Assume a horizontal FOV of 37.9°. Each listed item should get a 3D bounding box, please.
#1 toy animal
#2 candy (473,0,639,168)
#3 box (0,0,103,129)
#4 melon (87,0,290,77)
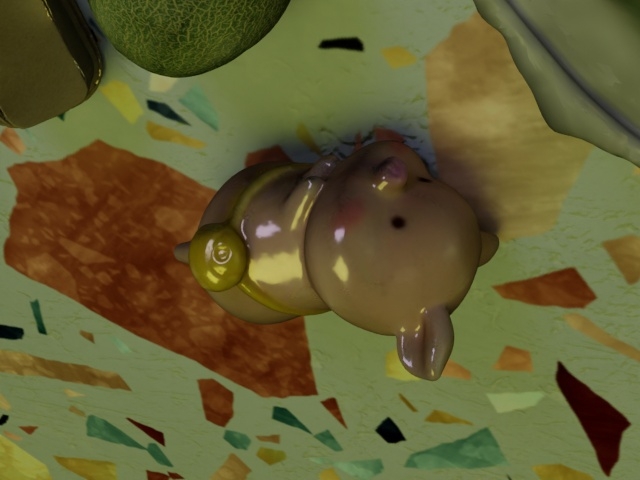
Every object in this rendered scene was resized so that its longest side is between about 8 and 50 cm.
[{"bbox_3d":[-0.001,0.003,0.713,0.248,0.165,0.149,9,140,27],"label":"toy animal"},{"bbox_3d":[0.243,-0.171,0.402,0.386,0.186,0.427,-7,131,41],"label":"candy"},{"bbox_3d":[-0.236,-0.165,0.704,0.111,0.111,0.177,-1,130,27],"label":"box"},{"bbox_3d":[-0.077,-0.184,0.577,0.139,0.139,0.192,32,141,-6],"label":"melon"}]
